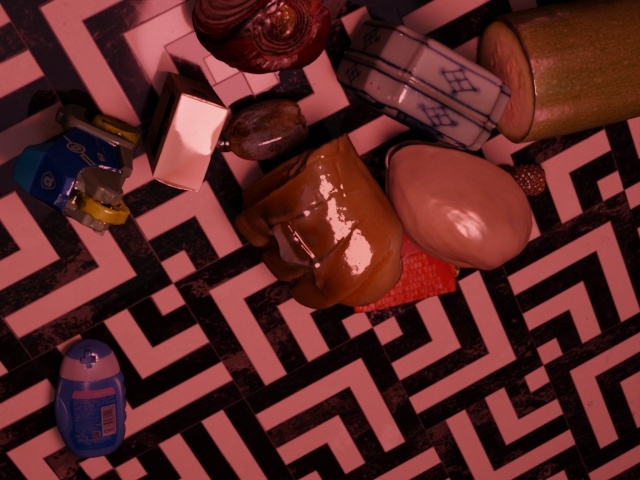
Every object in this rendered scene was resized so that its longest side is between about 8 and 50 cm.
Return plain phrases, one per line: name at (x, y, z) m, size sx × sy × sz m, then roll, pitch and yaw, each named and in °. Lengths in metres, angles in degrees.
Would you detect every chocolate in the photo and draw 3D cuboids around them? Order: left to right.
chocolate at (0.164, 0.016, 1.934) m, size 0.238 × 0.108 × 0.234 m, roll -13°, pitch 114°, yaw -8°

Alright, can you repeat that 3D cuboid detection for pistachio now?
pistachio at (0.262, -0.072, 1.762) m, size 0.332 × 0.208 × 0.226 m, roll 34°, pitch 115°, yaw -3°

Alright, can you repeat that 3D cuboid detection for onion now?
onion at (-0.108, -0.398, 1.645) m, size 0.207 × 0.216 × 0.206 m, roll -46°, pitch 137°, yaw 10°

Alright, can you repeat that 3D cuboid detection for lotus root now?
lotus root at (-0.120, -0.215, 1.776) m, size 0.192 × 0.088 × 0.113 m, roll -17°, pitch 99°, yaw -7°

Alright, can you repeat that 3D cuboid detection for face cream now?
face cream at (-0.487, 0.330, 1.897) m, size 0.149 × 0.083 × 0.263 m, roll -3°, pitch 112°, yaw -15°

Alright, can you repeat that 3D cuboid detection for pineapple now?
pineapple at (0.409, -0.138, 1.960) m, size 0.160 × 0.074 × 0.074 m, roll 4°, pitch 110°, yaw -11°

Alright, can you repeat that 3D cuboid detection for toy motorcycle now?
toy motorcycle at (-0.438, -0.120, 1.597) m, size 0.200 × 0.326 × 0.191 m, roll 23°, pitch 103°, yaw -20°

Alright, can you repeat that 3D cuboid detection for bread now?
bread at (0.000, 0.000, 1.749) m, size 0.301 × 0.210 × 0.341 m, roll -21°, pitch 105°, yaw 40°

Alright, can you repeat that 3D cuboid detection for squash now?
squash at (0.544, -0.356, 1.801) m, size 0.385 × 0.263 × 0.263 m, roll -13°, pitch 114°, yaw -10°

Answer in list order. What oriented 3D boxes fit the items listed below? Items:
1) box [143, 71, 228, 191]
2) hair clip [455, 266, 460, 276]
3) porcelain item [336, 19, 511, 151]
box at (-0.256, -0.206, 1.673) m, size 0.095 × 0.212 × 0.168 m, roll 14°, pitch 106°, yaw -21°
hair clip at (0.308, -0.005, 2.003) m, size 0.060 × 0.033 × 0.188 m, roll 4°, pitch 108°, yaw -19°
porcelain item at (0.191, -0.294, 1.718) m, size 0.286 × 0.281 × 0.157 m, roll 24°, pitch 99°, yaw -24°
